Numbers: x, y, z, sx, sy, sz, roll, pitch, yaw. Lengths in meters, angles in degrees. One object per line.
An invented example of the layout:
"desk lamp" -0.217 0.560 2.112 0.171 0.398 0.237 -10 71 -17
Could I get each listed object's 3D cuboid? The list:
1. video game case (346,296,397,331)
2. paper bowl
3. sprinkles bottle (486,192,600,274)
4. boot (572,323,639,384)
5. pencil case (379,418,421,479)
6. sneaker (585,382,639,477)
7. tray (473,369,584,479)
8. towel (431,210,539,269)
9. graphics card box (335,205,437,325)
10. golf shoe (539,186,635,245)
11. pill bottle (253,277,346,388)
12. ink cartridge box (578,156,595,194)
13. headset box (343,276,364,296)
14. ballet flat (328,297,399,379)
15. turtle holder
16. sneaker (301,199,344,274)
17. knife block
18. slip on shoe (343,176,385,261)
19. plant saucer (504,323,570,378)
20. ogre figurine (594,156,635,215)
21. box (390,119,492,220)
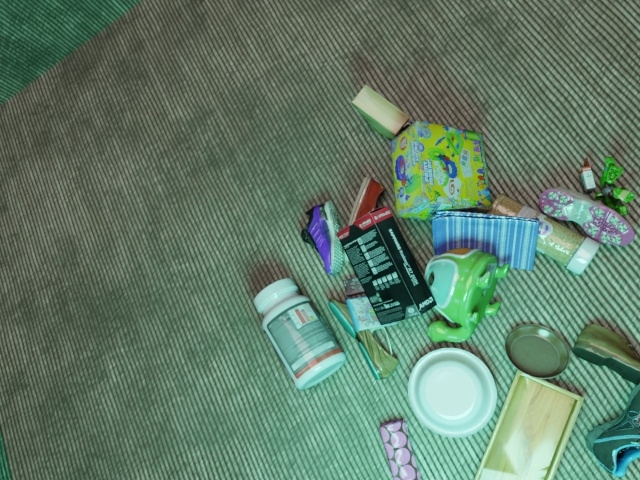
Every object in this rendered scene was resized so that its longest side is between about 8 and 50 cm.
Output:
"video game case" 0.183 0.255 1.859 0.166 0.015 0.119 -5 62 -24
"paper bowl" 0.430 0.495 1.708 0.284 0.148 0.284 -4 76 18
"sprinkles bottle" 0.738 -0.026 1.753 0.355 0.121 0.121 33 88 23
"boot" 0.948 0.360 1.600 0.305 0.112 0.115 28 65 18
"pencil case" 0.268 0.708 1.739 0.098 0.095 0.209 -14 74 -2
"sneaker" 0.929 0.534 1.496 0.125 0.140 0.341 30 107 -9
"tray" 0.644 0.640 1.640 0.203 0.076 0.411 22 85 22
"towel" 0.547 0.006 1.753 0.336 0.243 0.040 5 48 20
"graphics card box" 0.217 0.092 1.770 0.094 0.233 0.371 -22 84 -33
"golf shoe" 0.883 -0.094 1.712 0.306 0.140 0.115 35 127 22
"pill bottle" -0.083 0.330 1.884 0.210 0.210 0.363 -36 69 7
"ink cartridge box" 0.904 -0.221 1.778 0.029 0.063 0.115 -10 73 13
"headset box" 0.134 0.170 1.949 0.083 0.032 0.062 -15 72 16
"ballet flat" 0.165 0.329 1.867 0.124 0.116 0.342 -30 68 -13
"turtle holder" 0.471 0.174 1.753 0.227 0.320 0.243 20 40 35
"sneaker" 0.000 0.000 2.008 0.146 0.102 0.293 -13 68 19
"knife block" 0.274 -0.446 1.955 0.088 0.275 0.242 -52 38 0
"slip on shoe" 0.160 -0.074 1.963 0.101 0.123 0.331 19 84 3
"plant saucer" 0.693 0.362 1.679 0.198 0.036 0.199 -4 47 4
"ogre figurine" 0.962 -0.166 1.716 0.097 0.118 0.197 -27 71 5
"box" 0.414 -0.230 1.810 0.279 0.177 0.290 5 73 -23
